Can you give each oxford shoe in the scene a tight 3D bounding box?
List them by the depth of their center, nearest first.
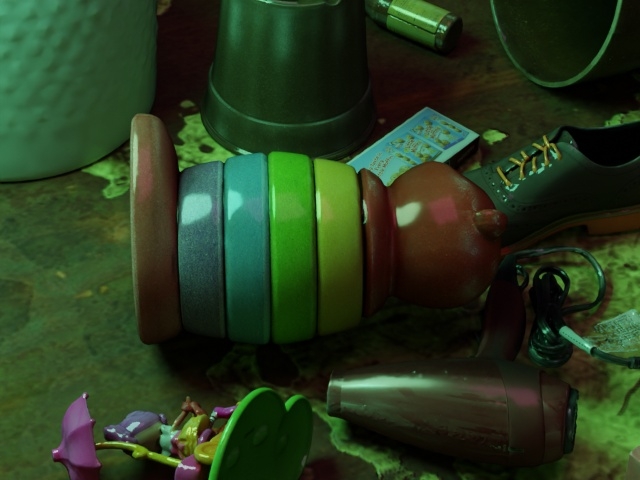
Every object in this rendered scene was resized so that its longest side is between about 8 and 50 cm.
[{"bbox_3d":[0.177,-0.053,1.530,0.271,0.098,0.097,-13,44,-17],"label":"oxford shoe"}]

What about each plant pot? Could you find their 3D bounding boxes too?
[{"bbox_3d":[-0.027,-0.182,1.613,0.167,0.165,0.167,1,42,-1],"label":"plant pot"},{"bbox_3d":[0.317,-0.258,1.713,0.230,0.215,0.215,-4,41,-28],"label":"plant pot"}]

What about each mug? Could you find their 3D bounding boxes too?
[{"bbox_3d":[-0.271,-0.293,1.599,0.276,0.328,0.374,12,43,9],"label":"mug"}]

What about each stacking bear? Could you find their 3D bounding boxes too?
[{"bbox_3d":[0.000,0.000,1.405,0.289,0.175,0.164,-2,56,-2],"label":"stacking bear"}]

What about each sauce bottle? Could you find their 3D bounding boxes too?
[{"bbox_3d":[0.079,-0.226,1.759,0.128,0.042,0.042,28,48,23],"label":"sauce bottle"}]

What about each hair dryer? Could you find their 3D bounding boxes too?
[{"bbox_3d":[0.141,0.101,1.399,0.294,0.080,0.223,-13,27,-23],"label":"hair dryer"}]

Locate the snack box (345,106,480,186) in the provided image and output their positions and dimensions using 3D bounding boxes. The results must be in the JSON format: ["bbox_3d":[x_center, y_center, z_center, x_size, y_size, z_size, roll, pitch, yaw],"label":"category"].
[{"bbox_3d":[0.064,-0.061,1.590,0.064,0.022,0.178,31,49,29],"label":"snack box"}]

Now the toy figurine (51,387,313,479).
[{"bbox_3d":[-0.110,0.149,1.296,0.159,0.130,0.173,10,20,22],"label":"toy figurine"}]

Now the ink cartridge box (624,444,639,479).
[{"bbox_3d":[0.328,0.206,1.277,0.115,0.067,0.198,-27,48,-29],"label":"ink cartridge box"}]
